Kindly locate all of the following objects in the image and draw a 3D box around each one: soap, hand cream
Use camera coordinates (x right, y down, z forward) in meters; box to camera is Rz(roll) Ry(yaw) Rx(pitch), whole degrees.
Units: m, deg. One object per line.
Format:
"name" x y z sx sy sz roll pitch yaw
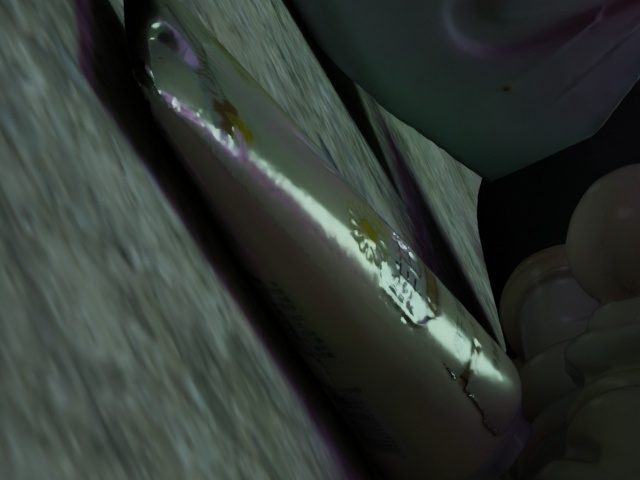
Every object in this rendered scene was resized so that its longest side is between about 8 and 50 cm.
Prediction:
"soap" 0.052 -0.176 0.731 0.324 0.193 0.109 58 12 -45
"hand cream" 0.000 0.000 0.399 0.143 0.039 0.061 54 14 -32

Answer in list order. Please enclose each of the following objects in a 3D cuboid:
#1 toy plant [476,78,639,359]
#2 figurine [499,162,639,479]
"toy plant" 0.177 0.056 0.770 0.400 0.185 0.279 -108 -156 -61
"figurine" 0.104 0.085 0.487 0.145 0.182 0.256 22 18 1
